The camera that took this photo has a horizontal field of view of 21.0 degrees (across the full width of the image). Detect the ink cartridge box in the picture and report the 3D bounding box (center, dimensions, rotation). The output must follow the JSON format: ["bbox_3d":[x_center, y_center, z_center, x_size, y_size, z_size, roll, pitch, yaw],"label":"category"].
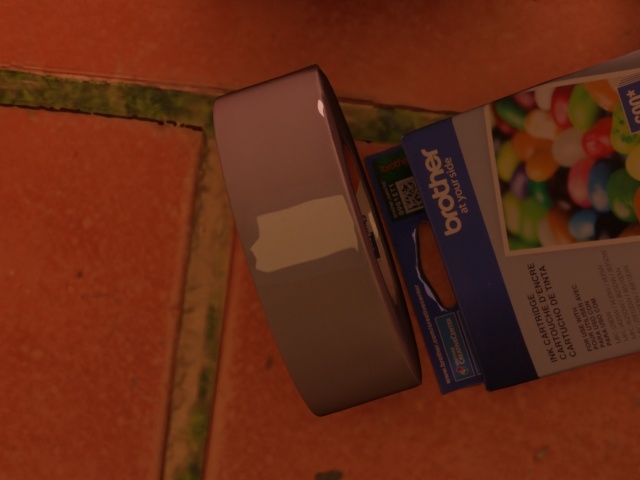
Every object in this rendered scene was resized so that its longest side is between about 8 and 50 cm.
[{"bbox_3d":[0.180,-0.017,1.122,0.311,0.065,0.185,-18,90,28],"label":"ink cartridge box"}]

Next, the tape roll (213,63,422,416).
[{"bbox_3d":[0.000,0.000,1.117,0.072,0.219,0.219,-17,84,6],"label":"tape roll"}]
